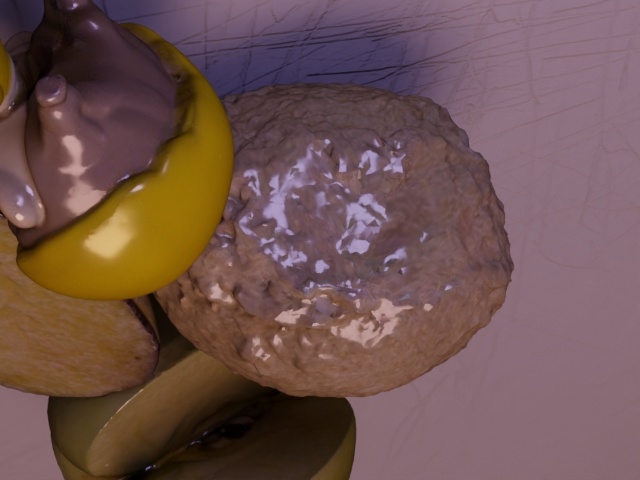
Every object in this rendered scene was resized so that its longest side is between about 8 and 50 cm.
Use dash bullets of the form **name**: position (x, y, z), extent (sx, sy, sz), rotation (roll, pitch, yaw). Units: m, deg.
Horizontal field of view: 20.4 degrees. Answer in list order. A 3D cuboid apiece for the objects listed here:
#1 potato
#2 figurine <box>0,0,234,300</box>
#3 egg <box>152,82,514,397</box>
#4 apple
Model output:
- **potato**: position (-0.258, 0.015, 1.453), extent (0.239, 0.116, 0.299), rotation (-20, 135, 30)
- **figurine**: position (-0.207, -0.090, 1.207), extent (0.187, 0.215, 0.343), rotation (-25, 141, 31)
- **egg**: position (0.000, 0.000, 1.428), extent (0.310, 0.279, 0.279), rotation (4, 147, 2)
- **apple**: position (-0.108, 0.182, 1.644), extent (0.254, 0.292, 0.292), rotation (-29, 155, -28)
